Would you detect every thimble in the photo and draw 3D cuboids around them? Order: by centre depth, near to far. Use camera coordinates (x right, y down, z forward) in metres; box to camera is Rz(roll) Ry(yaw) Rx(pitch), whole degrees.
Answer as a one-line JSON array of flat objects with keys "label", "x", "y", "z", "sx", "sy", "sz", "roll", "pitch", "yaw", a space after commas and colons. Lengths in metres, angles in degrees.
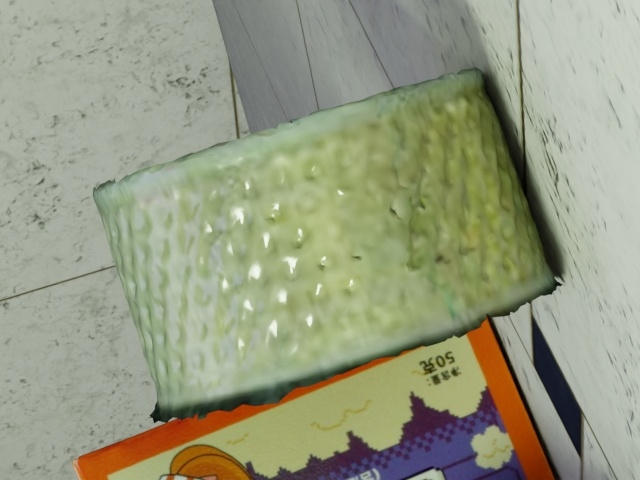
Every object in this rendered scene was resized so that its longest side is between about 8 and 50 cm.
[{"label": "thimble", "x": 0.000, "y": 0.000, "z": 1.229, "sx": 0.271, "sy": 0.270, "sz": 0.150, "roll": -178, "pitch": 70, "yaw": -84}]

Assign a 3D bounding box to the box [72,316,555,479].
[{"label": "box", "x": 0.006, "y": 0.242, "z": 1.659, "sx": 0.318, "sy": 0.348, "sz": 0.257, "roll": 116, "pitch": 132, "yaw": -81}]
